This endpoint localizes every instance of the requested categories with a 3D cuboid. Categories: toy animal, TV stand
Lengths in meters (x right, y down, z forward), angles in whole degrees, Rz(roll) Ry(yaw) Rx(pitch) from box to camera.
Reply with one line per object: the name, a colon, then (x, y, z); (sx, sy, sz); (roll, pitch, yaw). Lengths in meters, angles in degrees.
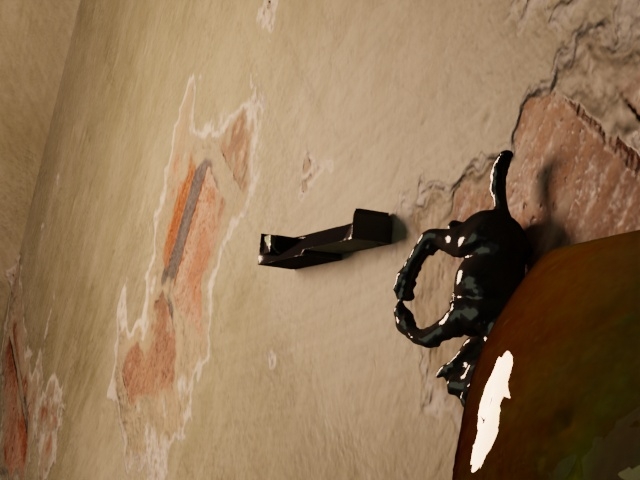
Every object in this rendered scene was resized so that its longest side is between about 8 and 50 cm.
toy animal: (0.141, 0.045, 1.146); (0.148, 0.084, 0.232); (-12, 65, 47)
TV stand: (0.000, 0.000, 1.486); (0.256, 0.049, 0.040); (166, 110, -65)

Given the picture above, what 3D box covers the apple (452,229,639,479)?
apple: (0.252, 0.124, 0.602); (0.384, 0.374, 0.374); (-51, -5, -46)
